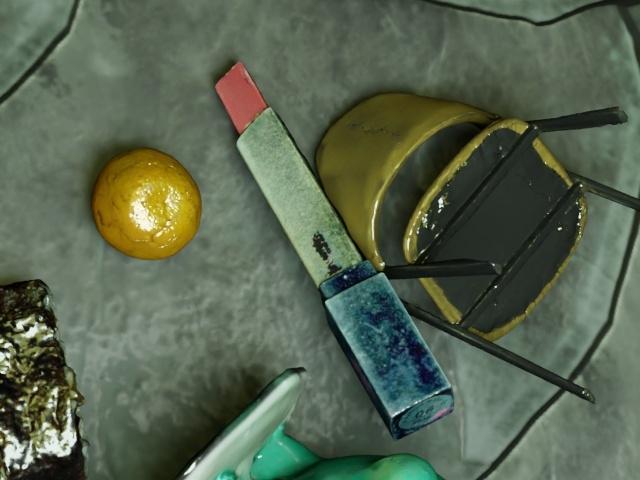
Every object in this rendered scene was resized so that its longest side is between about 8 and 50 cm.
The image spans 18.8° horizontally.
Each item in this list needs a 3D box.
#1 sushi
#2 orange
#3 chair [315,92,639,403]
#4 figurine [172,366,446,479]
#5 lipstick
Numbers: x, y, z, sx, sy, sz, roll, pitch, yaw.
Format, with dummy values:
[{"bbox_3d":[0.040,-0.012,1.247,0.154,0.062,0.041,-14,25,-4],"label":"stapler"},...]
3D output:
[{"bbox_3d":[-0.211,0.106,1.355,0.078,0.090,0.150,-13,79,-16],"label":"sushi"},{"bbox_3d":[-0.127,-0.026,1.409,0.083,0.070,0.083,1,86,-23],"label":"orange"},{"bbox_3d":[0.125,-0.016,1.406,0.159,0.247,0.172,-50,119,-16],"label":"chair"},{"bbox_3d":[0.044,0.262,1.290,0.340,0.323,0.231,43,118,5],"label":"figurine"},{"bbox_3d":[0.000,0.000,1.400,0.051,0.051,0.312,-28,63,-5],"label":"lipstick"}]
